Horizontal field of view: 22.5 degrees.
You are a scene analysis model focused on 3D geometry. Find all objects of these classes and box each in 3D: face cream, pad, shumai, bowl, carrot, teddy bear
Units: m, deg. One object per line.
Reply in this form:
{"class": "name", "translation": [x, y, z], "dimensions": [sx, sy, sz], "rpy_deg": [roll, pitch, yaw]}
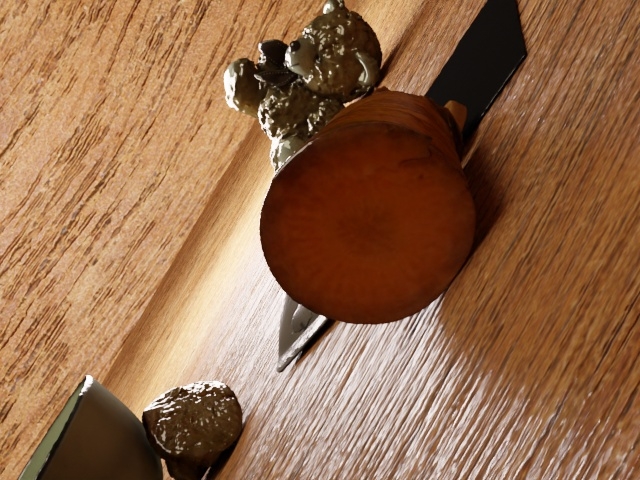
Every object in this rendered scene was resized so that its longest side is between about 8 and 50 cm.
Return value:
{"class": "face cream", "translation": [0.000, 0.000, 1.920], "dimensions": [0.143, 0.089, 0.314], "rpy_deg": [-48, 22, 47]}
{"class": "pad", "translation": [0.156, -0.166, 1.844], "dimensions": [0.247, 0.007, 0.367], "rpy_deg": [-55, 10, 20]}
{"class": "shumai", "translation": [-0.152, 0.232, 1.973], "dimensions": [0.123, 0.139, 0.105], "rpy_deg": [-33, -32, -17]}
{"class": "bowl", "translation": [-0.302, 0.365, 1.998], "dimensions": [0.354, 0.185, 0.354], "rpy_deg": [-57, 8, 12]}
{"class": "carrot", "translation": [0.048, -0.057, 1.500], "dimensions": [0.196, 0.196, 0.254], "rpy_deg": [-56, 9, 20]}
{"class": "teddy bear", "translation": [-0.006, -0.249, 2.532], "dimensions": [0.256, 0.156, 0.267], "rpy_deg": [-55, 49, 30]}

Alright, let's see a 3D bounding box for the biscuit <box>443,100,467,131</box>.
{"class": "biscuit", "translation": [0.087, -0.053, 1.719], "dimensions": [0.236, 0.040, 0.144], "rpy_deg": [-50, 19, 35]}
